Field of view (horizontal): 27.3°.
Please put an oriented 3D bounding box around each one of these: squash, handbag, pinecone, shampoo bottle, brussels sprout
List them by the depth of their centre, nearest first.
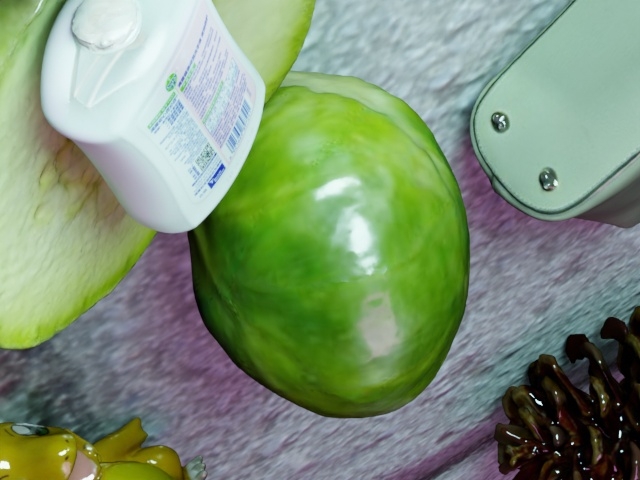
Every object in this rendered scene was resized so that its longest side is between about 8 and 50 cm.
[{"bbox_3d":[-0.056,-0.051,0.442,0.072,0.043,0.099,-65,160,-14],"label":"shampoo bottle"},{"bbox_3d":[-0.082,-0.076,0.519,0.220,0.133,0.220,-31,150,-21],"label":"squash"},{"bbox_3d":[0.004,-0.003,0.651,0.144,0.180,0.161,-36,162,14],"label":"brussels sprout"},{"bbox_3d":[0.250,-0.088,0.857,0.241,0.109,0.315,-44,152,26],"label":"handbag"},{"bbox_3d":[0.286,0.171,1.175,0.292,0.246,0.246,-2,139,-20],"label":"pinecone"}]

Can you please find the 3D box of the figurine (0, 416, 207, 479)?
[{"bbox_3d":[-0.161,0.164,0.828,0.122,0.121,0.176,-18,144,26],"label":"figurine"}]
